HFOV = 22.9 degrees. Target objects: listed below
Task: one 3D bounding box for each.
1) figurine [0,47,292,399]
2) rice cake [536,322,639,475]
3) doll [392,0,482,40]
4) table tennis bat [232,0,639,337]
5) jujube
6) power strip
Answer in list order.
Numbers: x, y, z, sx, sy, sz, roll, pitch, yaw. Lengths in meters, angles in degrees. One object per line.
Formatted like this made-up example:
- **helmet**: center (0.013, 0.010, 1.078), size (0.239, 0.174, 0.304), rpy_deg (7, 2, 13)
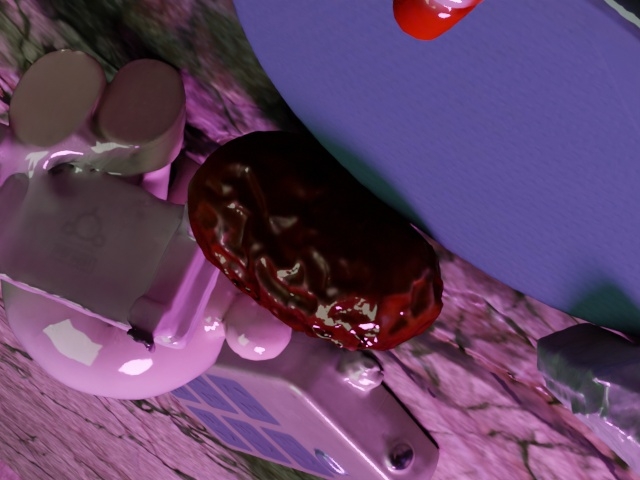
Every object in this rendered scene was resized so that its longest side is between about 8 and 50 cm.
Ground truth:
- **figurine**: center (-0.105, 0.018, 0.836), size (0.182, 0.144, 0.256), rpy_deg (3, 161, 4)
- **rice cake**: center (0.177, 0.114, 0.617), size (0.226, 0.040, 0.085), rpy_deg (42, 179, -10)
- **doll**: center (0.032, -0.120, 0.348), size (0.245, 0.076, 0.142), rpy_deg (-2, 109, 65)
- **table tennis bat**: center (0.087, -0.030, 0.506), size (0.329, 0.044, 0.215), rpy_deg (24, 154, 46)
- **jujube**: center (0.000, 0.000, 0.671), size (0.129, 0.077, 0.077), rpy_deg (35, 161, 40)
- **power strip**: center (-0.029, 0.099, 0.996), size (0.118, 0.046, 0.270), rpy_deg (50, 158, -22)
